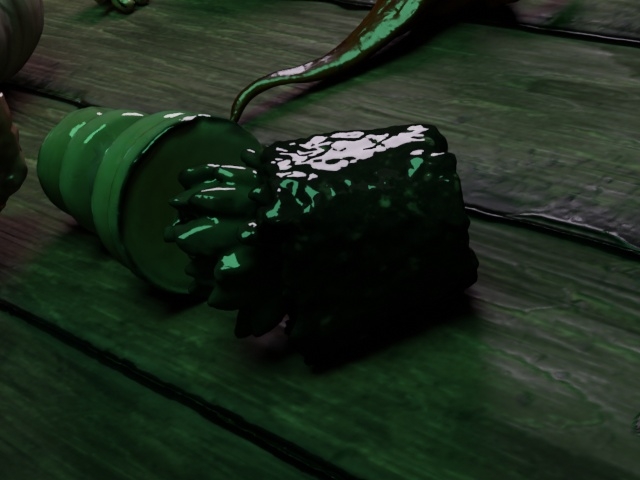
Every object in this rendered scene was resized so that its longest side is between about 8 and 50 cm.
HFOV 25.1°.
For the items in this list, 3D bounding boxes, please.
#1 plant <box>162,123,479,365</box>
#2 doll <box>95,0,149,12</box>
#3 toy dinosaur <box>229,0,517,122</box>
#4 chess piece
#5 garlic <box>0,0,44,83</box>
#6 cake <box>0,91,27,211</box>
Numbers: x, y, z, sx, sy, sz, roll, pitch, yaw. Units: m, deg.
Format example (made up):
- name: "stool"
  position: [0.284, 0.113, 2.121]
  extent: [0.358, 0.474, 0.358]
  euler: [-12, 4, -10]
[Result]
- name: "plant"
  position: [0.000, 0.000, 0.944]
  extent: [0.194, 0.132, 0.129]
  euler: [-12, 27, 3]
- name: "doll"
  position: [-0.237, -0.294, 1.643]
  extent: [0.061, 0.051, 0.093]
  euler: [-27, 31, -25]
- name: "toy dinosaur"
  position: [0.108, -0.241, 1.310]
  extent: [0.432, 0.097, 0.208]
  euler: [-37, 20, -34]
- name: "chess piece"
  position: [-0.148, -0.050, 1.126]
  extent: [0.133, 0.133, 0.243]
  euler: [-33, 28, -22]
- name: "garlic"
  position: [-0.451, -0.222, 1.501]
  extent: [0.322, 0.241, 0.322]
  euler: [-30, 34, 23]
- name: "cake"
  position: [-0.428, -0.066, 1.125]
  extent: [0.293, 0.307, 0.314]
  euler: [3, 37, 31]
